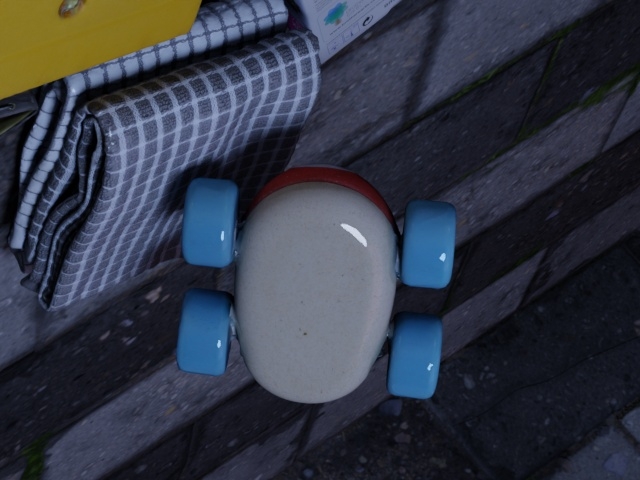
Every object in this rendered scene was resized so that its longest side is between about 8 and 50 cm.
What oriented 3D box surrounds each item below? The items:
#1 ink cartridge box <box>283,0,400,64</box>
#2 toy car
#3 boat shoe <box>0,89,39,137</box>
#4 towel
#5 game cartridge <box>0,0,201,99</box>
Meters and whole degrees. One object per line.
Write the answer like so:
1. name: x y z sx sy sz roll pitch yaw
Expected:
1. ink cartridge box: 0.037 -0.278 1.453 0.186 0.065 0.311 -38 164 -6
2. toy car: 0.000 0.000 1.523 0.238 0.219 0.210 -83 178 -60
3. boat shoe: -0.281 -0.074 1.317 0.152 0.049 0.056 -39 162 -4
4. towel: -0.138 -0.067 1.503 0.235 0.121 0.283 -26 157 -34
5. game cartridge: -0.166 -0.230 1.200 0.285 0.052 0.323 -25 154 -38
